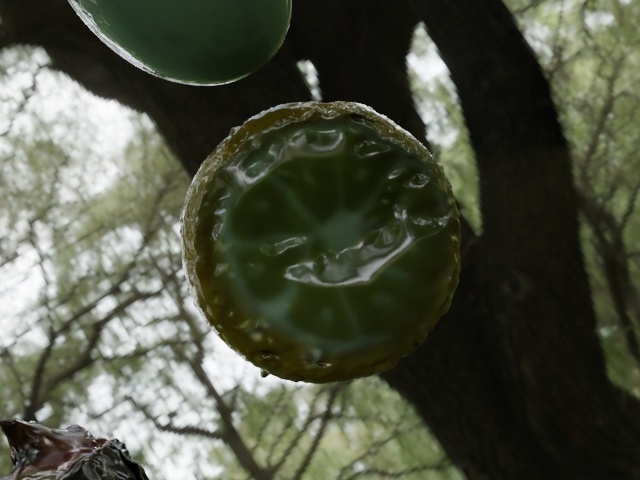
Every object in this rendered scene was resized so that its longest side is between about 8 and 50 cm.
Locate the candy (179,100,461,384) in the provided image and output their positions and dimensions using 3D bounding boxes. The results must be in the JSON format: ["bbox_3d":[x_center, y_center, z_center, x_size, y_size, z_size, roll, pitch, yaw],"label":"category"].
[{"bbox_3d":[0.000,0.000,1.101,0.260,0.260,0.118,-32,2,-6],"label":"candy"}]

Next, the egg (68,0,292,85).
[{"bbox_3d":[-0.129,-0.230,1.044,0.168,0.231,0.168,-49,15,18],"label":"egg"}]

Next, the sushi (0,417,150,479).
[{"bbox_3d":[-0.251,0.288,0.866,0.343,0.182,0.196,-39,-16,-23],"label":"sushi"}]
